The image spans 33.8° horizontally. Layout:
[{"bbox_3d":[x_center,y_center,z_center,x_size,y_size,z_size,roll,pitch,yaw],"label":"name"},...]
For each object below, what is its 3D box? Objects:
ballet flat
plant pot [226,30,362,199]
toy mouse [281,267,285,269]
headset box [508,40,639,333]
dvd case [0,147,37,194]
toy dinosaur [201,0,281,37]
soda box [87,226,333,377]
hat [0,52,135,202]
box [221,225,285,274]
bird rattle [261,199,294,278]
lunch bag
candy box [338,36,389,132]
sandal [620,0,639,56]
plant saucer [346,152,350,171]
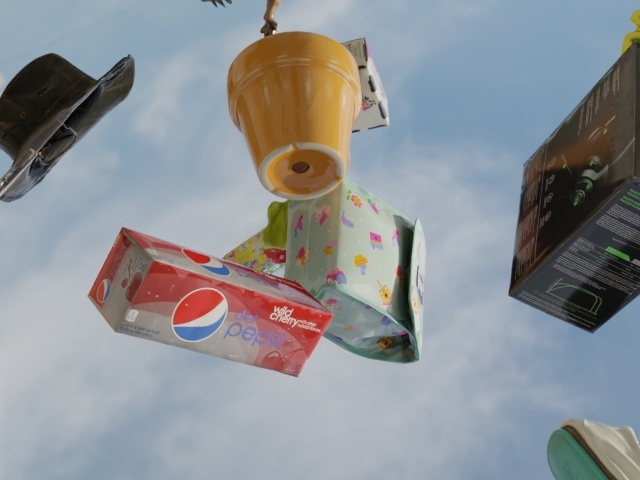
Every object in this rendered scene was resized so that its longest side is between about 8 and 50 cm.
[{"bbox_3d":[0.408,0.358,1.229,0.139,0.139,0.400,-27,-138,1],"label":"ballet flat"},{"bbox_3d":[-0.033,-0.171,1.559,0.205,0.205,0.188,-19,-129,15],"label":"plant pot"},{"bbox_3d":[-0.022,0.074,2.260,0.143,0.161,0.031,19,-134,11],"label":"toy mouse"},{"bbox_3d":[0.369,-0.069,1.308,0.283,0.131,0.246,125,-15,-47],"label":"headset box"},{"bbox_3d":[-0.479,-0.043,1.479,0.164,0.018,0.221,-53,-164,-25],"label":"dvd case"},{"bbox_3d":[-0.077,-0.410,1.482,0.296,0.127,0.200,-36,163,16],"label":"toy dinosaur"},{"bbox_3d":[-0.116,0.071,1.164,0.083,0.263,0.092,39,-77,47],"label":"soda box"},{"bbox_3d":[-0.465,-0.223,1.781,0.331,0.134,0.331,-47,-179,1],"label":"hat"},{"bbox_3d":[-0.133,0.038,2.218,0.179,0.043,0.105,-32,-142,11],"label":"box"},{"bbox_3d":[0.000,0.000,1.934,0.207,0.253,0.143,-32,-108,-2],"label":"bird rattle"},{"bbox_3d":[0.077,0.056,1.681,0.160,0.262,0.223,-30,-137,40],"label":"lunch bag"},{"bbox_3d":[-0.015,-0.242,1.772,0.234,0.159,0.071,-10,-124,12],"label":"candy box"},{"bbox_3d":[0.536,-0.377,1.498,0.138,0.317,0.126,16,-169,32],"label":"sandal"},{"bbox_3d":[-0.010,-0.222,2.257,0.037,0.200,0.200,-27,-154,-23],"label":"plant saucer"}]
